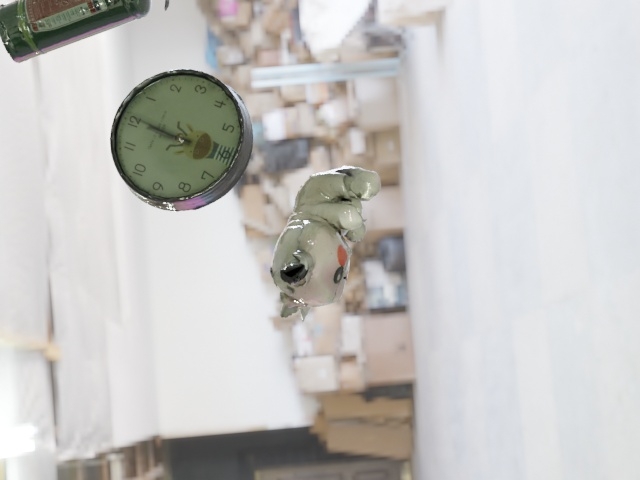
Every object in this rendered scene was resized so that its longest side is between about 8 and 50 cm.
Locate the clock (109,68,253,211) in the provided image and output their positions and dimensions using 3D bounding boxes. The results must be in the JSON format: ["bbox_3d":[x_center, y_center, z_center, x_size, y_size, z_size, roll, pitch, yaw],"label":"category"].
[{"bbox_3d":[-0.177,-0.128,1.680,0.040,0.184,0.185,52,-149,-72],"label":"clock"}]

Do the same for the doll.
[{"bbox_3d":[0.000,0.000,1.536,0.149,0.095,0.192,109,-176,-63],"label":"doll"}]

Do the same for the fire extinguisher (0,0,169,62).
[{"bbox_3d":[-0.330,-0.353,1.963,0.093,0.294,0.118,47,-153,-64],"label":"fire extinguisher"}]
